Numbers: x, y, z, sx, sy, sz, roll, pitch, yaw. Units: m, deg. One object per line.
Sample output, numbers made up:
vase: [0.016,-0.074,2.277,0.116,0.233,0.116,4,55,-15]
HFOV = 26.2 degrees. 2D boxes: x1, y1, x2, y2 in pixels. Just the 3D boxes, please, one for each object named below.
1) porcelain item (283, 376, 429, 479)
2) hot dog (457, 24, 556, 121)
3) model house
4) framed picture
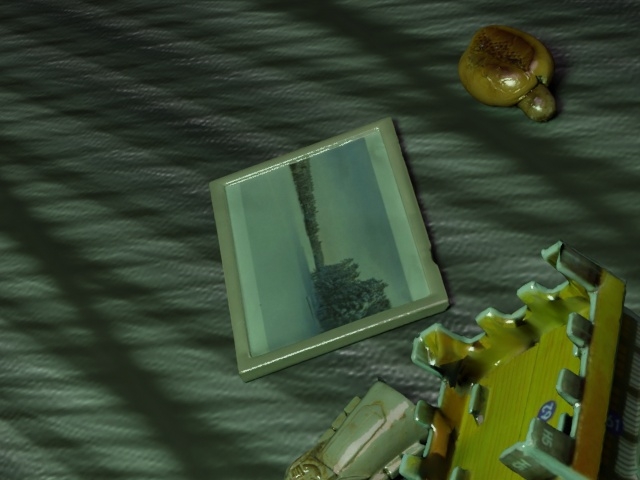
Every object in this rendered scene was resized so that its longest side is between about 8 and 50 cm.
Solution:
porcelain item: [-0.002,0.210,1.149,0.213,0.054,0.084,-42,43,-16]
hot dog: [0.201,-0.175,1.437,0.090,0.060,0.140,-43,38,-13]
model house: [0.184,0.156,0.992,0.198,0.215,0.224,-42,23,46]
framed picture: [0.000,0.000,1.385,0.213,0.016,0.289,-20,42,7]
